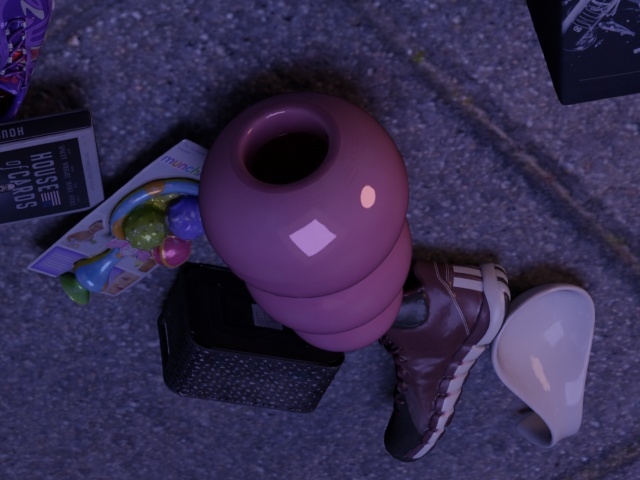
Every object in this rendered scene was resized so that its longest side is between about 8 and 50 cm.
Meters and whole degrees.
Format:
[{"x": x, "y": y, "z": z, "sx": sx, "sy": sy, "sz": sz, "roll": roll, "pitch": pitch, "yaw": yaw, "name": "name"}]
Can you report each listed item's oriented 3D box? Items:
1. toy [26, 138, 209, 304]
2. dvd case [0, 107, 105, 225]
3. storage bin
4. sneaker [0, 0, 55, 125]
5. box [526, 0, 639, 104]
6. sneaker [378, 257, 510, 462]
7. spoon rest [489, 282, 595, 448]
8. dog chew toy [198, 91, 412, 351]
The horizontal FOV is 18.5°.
[{"x": -0.173, "y": -0.003, "z": 2.022, "sx": 0.237, "sy": 0.056, "sz": 0.137, "roll": -34, "pitch": 147, "yaw": 26, "name": "toy"}, {"x": -0.333, "y": -0.058, "z": 1.910, "sx": 0.238, "sy": 0.030, "sz": 0.179, "roll": -10, "pitch": 157, "yaw": -6, "name": "dvd case"}, {"x": -0.076, "y": 0.106, "z": 2.121, "sx": 0.180, "sy": 0.122, "sz": 0.084, "roll": 9, "pitch": 133, "yaw": -21, "name": "storage bin"}, {"x": -0.282, "y": -0.176, "z": 1.818, "sx": 0.068, "sy": 0.071, "sz": 0.170, "roll": 2, "pitch": 135, "yaw": -14, "name": "sneaker"}, {"x": 0.358, "y": -0.312, "z": 1.730, "sx": 0.343, "sy": 0.179, "sz": 0.312, "roll": -10, "pitch": 138, "yaw": -1, "name": "box"}, {"x": 0.087, "y": 0.122, "z": 2.203, "sx": 0.162, "sy": 0.106, "sz": 0.281, "roll": 15, "pitch": 122, "yaw": -17, "name": "sneaker"}, {"x": 0.261, "y": 0.150, "z": 2.258, "sx": 0.137, "sy": 0.084, "sz": 0.276, "roll": -29, "pitch": 141, "yaw": -13, "name": "spoon rest"}, {"x": 0.000, "y": 0.000, "z": 1.980, "sx": 0.206, "sy": 0.207, "sz": 0.332, "roll": -15, "pitch": 145, "yaw": 4, "name": "dog chew toy"}]
